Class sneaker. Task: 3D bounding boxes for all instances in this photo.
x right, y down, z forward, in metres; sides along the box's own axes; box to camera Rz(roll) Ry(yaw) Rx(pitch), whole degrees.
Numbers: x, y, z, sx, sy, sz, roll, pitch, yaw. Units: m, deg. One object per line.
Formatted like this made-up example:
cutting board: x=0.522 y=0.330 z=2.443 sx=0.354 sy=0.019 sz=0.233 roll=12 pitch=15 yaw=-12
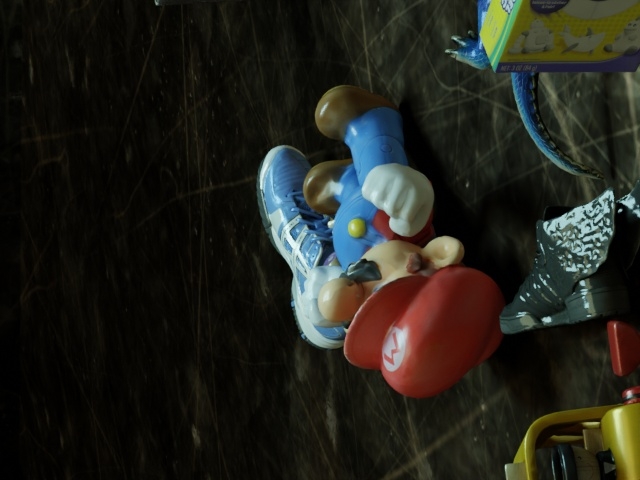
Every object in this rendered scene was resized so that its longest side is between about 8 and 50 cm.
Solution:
sneaker: x=0.000 y=0.000 z=1.597 sx=0.081 sy=0.080 sz=0.211 roll=-36 pitch=73 yaw=61
sneaker: x=0.176 y=0.016 z=1.141 sx=0.170 sy=0.051 sz=0.089 roll=161 pitch=101 yaw=-65

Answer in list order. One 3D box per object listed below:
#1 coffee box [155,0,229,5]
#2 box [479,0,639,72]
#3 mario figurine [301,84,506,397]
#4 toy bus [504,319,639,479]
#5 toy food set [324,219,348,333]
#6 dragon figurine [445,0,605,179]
coffee box: x=-0.054 y=-0.331 z=1.477 sx=0.297 sy=0.168 sz=0.118 roll=136 pitch=125 yaw=-67
box: x=0.173 y=-0.180 z=0.989 sx=0.179 sy=0.105 sz=0.043 roll=104 pitch=157 yaw=-47
mario figurine: x=0.033 y=0.003 z=1.338 sx=0.198 sy=0.170 sz=0.320 roll=54 pitch=-170 yaw=-38
toy bus: x=0.173 y=0.157 z=1.045 sx=0.191 sy=0.104 sz=0.202 roll=-95 pitch=-3 yaw=-62
toy food set: x=0.040 y=0.036 z=1.516 sx=0.078 sy=0.019 sz=0.122 roll=-14 pitch=87 yaw=29
dragon figurine: x=0.142 y=-0.190 z=1.102 sx=0.144 sy=0.085 sz=0.289 roll=128 pitch=133 yaw=-64
